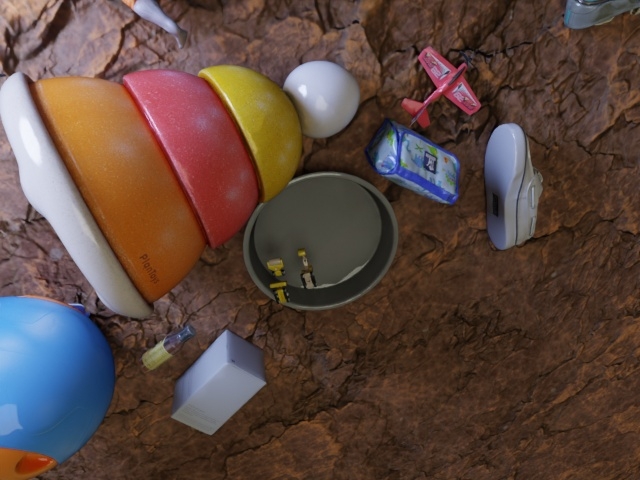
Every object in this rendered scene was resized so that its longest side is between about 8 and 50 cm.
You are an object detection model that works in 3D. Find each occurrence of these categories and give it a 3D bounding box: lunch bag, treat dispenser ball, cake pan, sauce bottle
[{"bbox_3d":[0.158,-0.128,0.792,0.129,0.151,0.096,22,121,-20],"label":"lunch bag"},{"bbox_3d":[-0.483,0.230,0.740,0.289,0.288,0.287,-5,118,-9],"label":"treat dispenser ball"},{"bbox_3d":[0.000,0.000,0.888,0.294,0.054,0.292,-5,118,-9],"label":"cake pan"},{"bbox_3d":[-0.309,0.217,0.951,0.128,0.042,0.042,-36,118,7],"label":"sauce bottle"}]

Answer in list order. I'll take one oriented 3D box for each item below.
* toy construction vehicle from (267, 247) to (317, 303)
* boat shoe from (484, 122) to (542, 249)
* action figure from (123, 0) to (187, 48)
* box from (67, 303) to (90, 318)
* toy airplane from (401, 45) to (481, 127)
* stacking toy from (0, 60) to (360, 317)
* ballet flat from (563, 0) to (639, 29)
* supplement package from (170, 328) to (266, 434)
[{"bbox_3d":[-0.054,0.065,0.866,0.086,0.035,0.098,-13,117,9],"label":"toy construction vehicle"},{"bbox_3d":[0.376,-0.101,0.888,0.088,0.096,0.267,-18,121,-6],"label":"boat shoe"},{"bbox_3d":[-0.264,-0.439,0.538,0.331,0.178,0.341,18,117,-30],"label":"action figure"},{"bbox_3d":[-0.520,0.207,0.905,0.137,0.036,0.225,4,116,-14],"label":"box"},{"bbox_3d":[0.205,-0.255,0.808,0.151,0.028,0.151,-4,117,-8],"label":"toy airplane"},{"bbox_3d":[-0.148,-0.135,0.694,0.480,0.351,0.350,-27,121,-17],"label":"stacking toy"},{"bbox_3d":[0.508,-0.405,0.777,0.214,0.072,0.068,-16,147,-2],"label":"ballet flat"},{"bbox_3d":[-0.212,0.296,0.975,0.105,0.105,0.179,38,106,-25],"label":"supplement package"}]
